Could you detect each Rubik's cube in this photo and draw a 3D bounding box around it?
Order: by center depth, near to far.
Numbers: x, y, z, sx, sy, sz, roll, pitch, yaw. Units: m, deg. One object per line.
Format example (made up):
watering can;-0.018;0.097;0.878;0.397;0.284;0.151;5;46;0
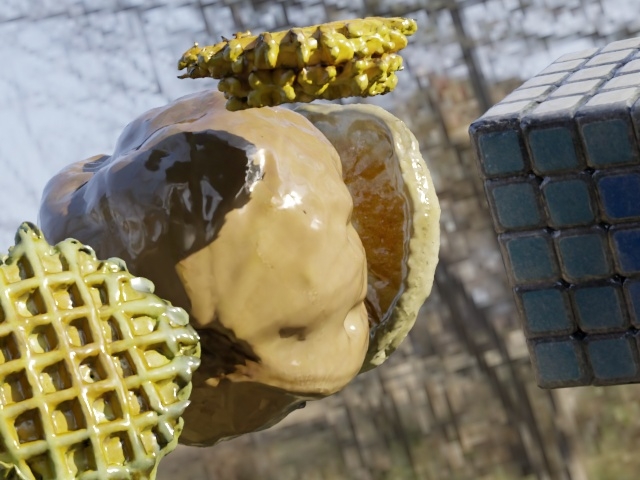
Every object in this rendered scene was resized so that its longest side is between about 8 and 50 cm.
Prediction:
Rubik's cube;0.288;-0.035;1.526;0.237;0.237;0.238;-9;17;29

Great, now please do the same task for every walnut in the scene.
walnut;-0.111;0.019;1.940;0.383;0.383;0.383;-16;-9;-3

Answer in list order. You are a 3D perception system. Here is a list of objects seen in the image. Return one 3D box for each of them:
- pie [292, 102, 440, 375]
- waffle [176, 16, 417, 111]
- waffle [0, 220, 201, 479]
pie;0.000;0.000;2.196;0.339;0.339;0.077;-21;-23;27
waffle;-0.023;-0.155;1.684;0.197;0.070;0.193;-3;9;27
waffle;-0.198;0.100;1.487;0.214;0.208;0.054;-61;-1;-32
